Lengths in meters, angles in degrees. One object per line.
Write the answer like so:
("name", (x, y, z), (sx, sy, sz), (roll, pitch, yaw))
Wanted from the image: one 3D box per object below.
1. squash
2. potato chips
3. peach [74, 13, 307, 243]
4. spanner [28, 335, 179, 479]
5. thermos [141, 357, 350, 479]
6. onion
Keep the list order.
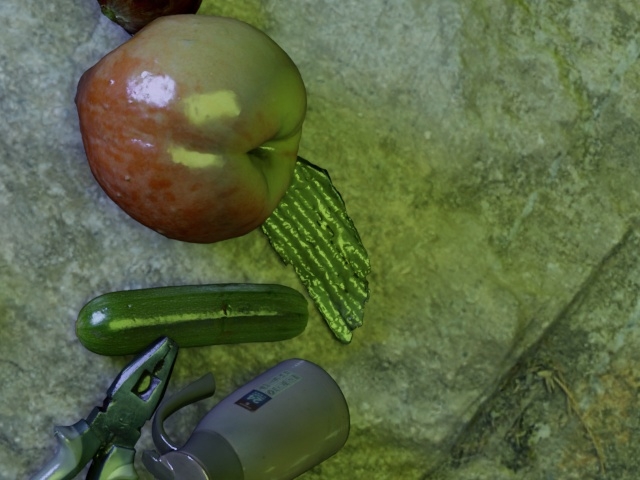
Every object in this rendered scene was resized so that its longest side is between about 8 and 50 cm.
("squash", (-0.125, 0.075, 1.727), (0.229, 0.066, 0.066), (-3, 88, -16))
("potato chips", (0.000, 0.000, 1.784), (0.092, 0.028, 0.207), (-34, 95, -13))
("peach", (-0.130, -0.113, 1.680), (0.232, 0.232, 0.232), (1, 87, -16))
("spanner", (-0.232, 0.228, 1.677), (0.095, 0.040, 0.325), (35, 87, -24))
("thermos", (-0.082, 0.185, 1.678), (0.137, 0.105, 0.193), (41, 41, 20))
("onion", (-0.166, -0.256, 1.711), (0.117, 0.118, 0.118), (32, 79, -8))
